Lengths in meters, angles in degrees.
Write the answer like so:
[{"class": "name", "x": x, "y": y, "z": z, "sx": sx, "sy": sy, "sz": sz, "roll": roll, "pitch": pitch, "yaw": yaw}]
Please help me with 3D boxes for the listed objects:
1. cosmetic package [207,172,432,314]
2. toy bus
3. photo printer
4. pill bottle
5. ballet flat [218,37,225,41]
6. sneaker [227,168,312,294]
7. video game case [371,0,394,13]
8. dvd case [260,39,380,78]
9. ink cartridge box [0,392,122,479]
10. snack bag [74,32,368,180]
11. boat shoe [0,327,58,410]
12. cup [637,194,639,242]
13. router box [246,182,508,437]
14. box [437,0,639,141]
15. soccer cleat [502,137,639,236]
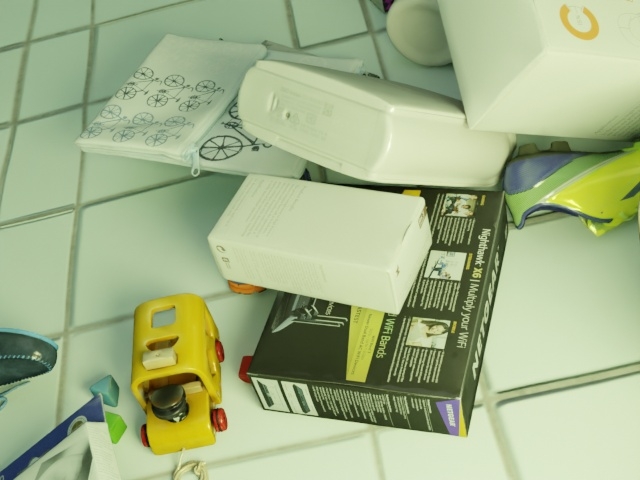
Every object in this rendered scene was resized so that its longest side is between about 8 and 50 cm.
[{"class": "cosmetic package", "x": 0.000, "y": 0.000, "z": 1.075, "sx": 0.231, "sy": 0.085, "sz": 0.117, "roll": 12, "pitch": 52, "yaw": 25}, {"class": "toy bus", "x": -0.170, "y": 0.157, "z": 1.073, "sx": 0.202, "sy": 0.104, "sz": 0.191, "roll": 23, "pitch": 58, "yaw": 33}, {"class": "photo printer", "x": 0.086, "y": -0.146, "z": 1.190, "sx": 0.256, "sy": 0.107, "sz": 0.307, "roll": 26, "pitch": 18, "yaw": 39}, {"class": "pill bottle", "x": 0.202, "y": -0.393, "z": 1.467, "sx": 0.131, "sy": 0.131, "sz": 0.229, "roll": 11, "pitch": 52, "yaw": 25}, {"class": "ballet flat", "x": -0.237, "y": -0.289, "z": 1.539, "sx": 0.188, "sy": 0.070, "sz": 0.070, "roll": -18, "pitch": 45, "yaw": -8}, {"class": "sneaker", "x": -0.066, "y": -0.034, "z": 1.236, "sx": 0.083, "sy": 0.087, "sz": 0.221, "roll": 5, "pitch": 49, "yaw": 19}, {"class": "video game case", "x": 0.161, "y": -0.507, "z": 1.650, "sx": 0.232, "sy": 0.042, "sz": 0.210, "roll": -27, "pitch": 46, "yaw": -10}, {"class": "dvd case", "x": -0.052, "y": -0.229, "z": 1.458, "sx": 0.239, "sy": 0.029, "sz": 0.179, "roll": 24, "pitch": 58, "yaw": 34}, {"class": "ink cartridge box", "x": -0.302, "y": 0.295, "z": 0.973, "sx": 0.223, "sy": 0.045, "sz": 0.224, "roll": -39, "pitch": 44, "yaw": 9}, {"class": "snack bag", "x": -0.135, "y": -0.203, "z": 1.360, "sx": 0.343, "sy": 0.037, "sz": 0.323, "roll": 11, "pitch": 43, "yaw": 16}, {"class": "boat shoe", "x": -0.436, "y": 0.174, "z": 1.155, "sx": 0.258, "sy": 0.109, "sz": 0.089, "roll": -15, "pitch": 50, "yaw": 25}, {"class": "cup", "x": 0.473, "y": 0.059, "z": 0.888, "sx": 0.331, "sy": 0.237, "sz": 0.331, "roll": -8, "pitch": 45, "yaw": 9}, {"class": "router box", "x": 0.079, "y": 0.068, "z": 1.103, "sx": 0.243, "sy": 0.081, "sz": 0.309, "roll": 4, "pitch": 49, "yaw": 20}, {"class": "box", "x": 0.344, "y": -0.254, "z": 1.131, "sx": 0.345, "sy": 0.168, "sz": 0.215, "roll": 1, "pitch": 65, "yaw": -24}, {"class": "soccer cleat", "x": 0.373, "y": -0.063, "z": 1.157, "sx": 0.289, "sy": 0.093, "sz": 0.121, "roll": -3, "pitch": 77, "yaw": 8}]
